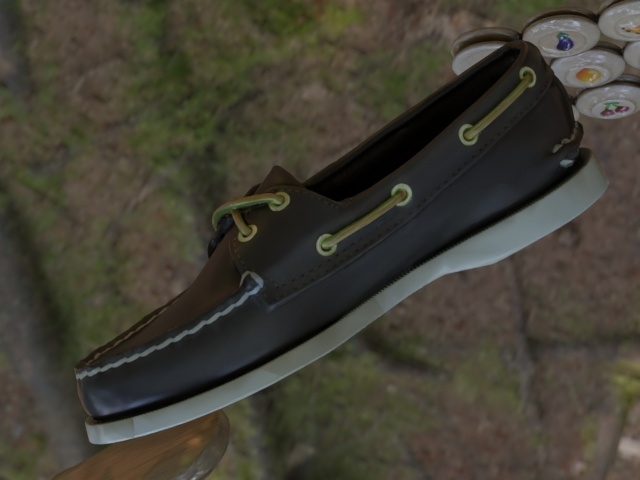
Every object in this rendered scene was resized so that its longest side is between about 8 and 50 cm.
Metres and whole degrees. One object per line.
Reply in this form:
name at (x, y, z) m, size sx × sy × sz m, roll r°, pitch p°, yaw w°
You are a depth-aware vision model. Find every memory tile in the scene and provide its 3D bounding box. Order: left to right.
memory tile at (0.146, -0.087, 0.907) m, size 0.148 × 0.012 × 0.113 m, roll -12°, pitch 154°, yaw 23°

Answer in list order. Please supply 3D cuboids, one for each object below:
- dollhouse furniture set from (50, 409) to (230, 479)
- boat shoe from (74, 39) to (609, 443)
dollhouse furniture set at (0.020, 0.321, 1.082) m, size 0.256 × 0.394 × 0.362 m, roll -29°, pitch 117°, yaw 23°
boat shoe at (0.000, 0.000, 0.724) m, size 0.068 × 0.228 × 0.081 m, roll 65°, pitch 164°, yaw -12°
